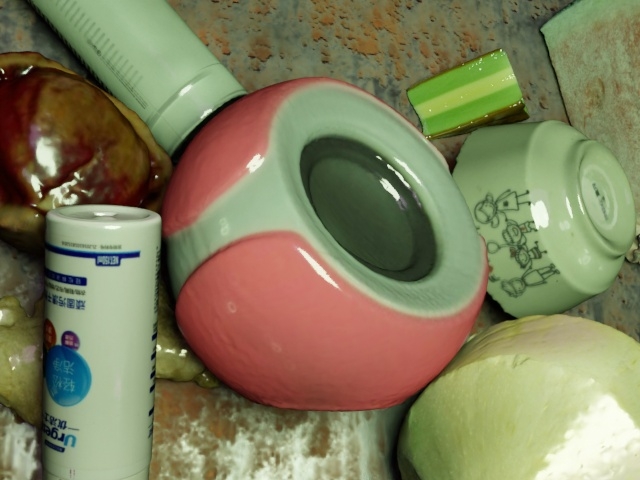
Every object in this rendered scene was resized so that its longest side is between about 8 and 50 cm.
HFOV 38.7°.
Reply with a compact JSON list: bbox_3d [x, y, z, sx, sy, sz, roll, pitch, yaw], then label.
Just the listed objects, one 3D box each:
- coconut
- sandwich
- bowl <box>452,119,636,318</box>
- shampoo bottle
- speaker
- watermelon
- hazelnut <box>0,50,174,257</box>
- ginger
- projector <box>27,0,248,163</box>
[{"bbox_3d":[0.191,0.192,0.789,0.259,0.259,0.259,4,72,-13],"label":"coconut"},{"bbox_3d":[0.167,-0.154,1.029,0.117,0.074,0.074,-21,78,13],"label":"sandwich"},{"bbox_3d":[0.235,-0.029,0.904,0.211,0.112,0.211,16,66,-40],"label":"bowl"},{"bbox_3d":[-0.181,0.126,0.741,0.092,0.092,0.303,3,101,-14],"label":"shampoo bottle"},{"bbox_3d":[0.000,0.000,0.797,0.294,0.294,0.294,4,72,-13],"label":"speaker"},{"bbox_3d":[0.393,-0.152,1.035,0.283,0.292,0.250,28,24,-30],"label":"watermelon"},{"bbox_3d":[-0.229,-0.069,0.816,0.202,0.160,0.170,19,74,0],"label":"hazelnut"},{"bbox_3d":[-0.191,0.088,0.822,0.213,0.074,0.137,-12,95,-14],"label":"ginger"},{"bbox_3d":[-0.217,-0.230,0.901,0.108,0.108,0.337,-40,85,-22],"label":"projector"}]
